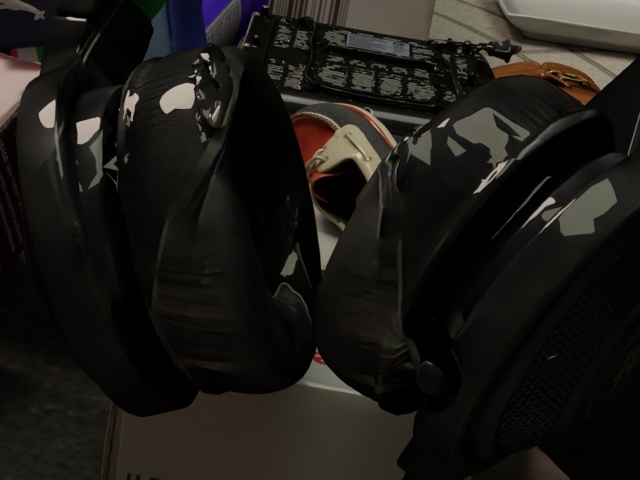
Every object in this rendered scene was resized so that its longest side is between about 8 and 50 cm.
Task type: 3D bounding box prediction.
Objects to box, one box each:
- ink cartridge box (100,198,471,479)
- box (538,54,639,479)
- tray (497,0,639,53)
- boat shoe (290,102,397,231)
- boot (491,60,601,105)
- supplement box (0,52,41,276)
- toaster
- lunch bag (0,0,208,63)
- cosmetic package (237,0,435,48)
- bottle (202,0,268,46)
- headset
[{"bbox_3d":[-0.003,0.051,0.686,0.153,0.086,0.208,10,26,1],"label":"ink cartridge box"},{"bbox_3d":[0.177,0.032,0.689,0.184,0.103,0.261,44,27,-3],"label":"box"},{"bbox_3d":[0.294,-0.206,1.411,0.270,0.030,0.145,7,26,-7],"label":"tray"},{"bbox_3d":[0.016,-0.026,0.698,0.043,0.049,0.137,-9,35,-31],"label":"boat shoe"},{"bbox_3d":[0.202,-0.088,1.082,0.197,0.073,0.152,15,21,3],"label":"boot"},{"bbox_3d":[-0.216,0.012,0.586,0.130,0.073,0.239,21,55,20],"label":"supplement box"},{"bbox_3d":[0.029,-0.063,0.911,0.186,0.110,0.168,9,26,-2],"label":"toaster"},{"bbox_3d":[-0.154,-0.117,0.714,0.293,0.220,0.138,-1,15,36],"label":"lunch bag"},{"bbox_3d":[-0.027,-0.284,1.299,0.230,0.161,0.453,8,24,-6],"label":"cosmetic package"},{"bbox_3d":[-0.102,-0.140,0.958,0.092,0.118,0.283,36,40,-3],"label":"bottle"},{"bbox_3d":[0.000,0.000,0.484,0.244,0.394,0.185,9,-13,18],"label":"headset"}]
